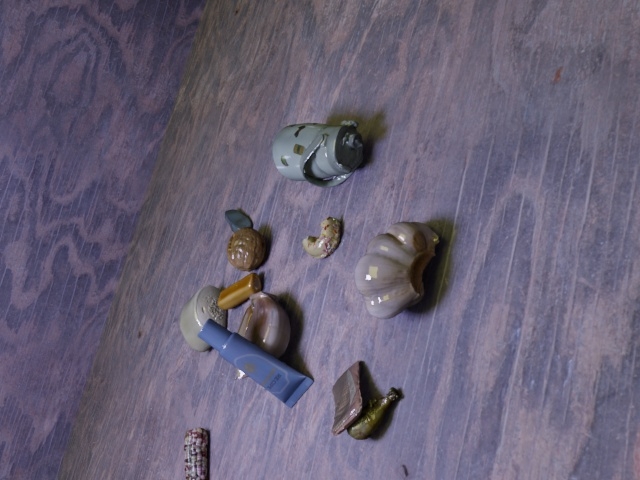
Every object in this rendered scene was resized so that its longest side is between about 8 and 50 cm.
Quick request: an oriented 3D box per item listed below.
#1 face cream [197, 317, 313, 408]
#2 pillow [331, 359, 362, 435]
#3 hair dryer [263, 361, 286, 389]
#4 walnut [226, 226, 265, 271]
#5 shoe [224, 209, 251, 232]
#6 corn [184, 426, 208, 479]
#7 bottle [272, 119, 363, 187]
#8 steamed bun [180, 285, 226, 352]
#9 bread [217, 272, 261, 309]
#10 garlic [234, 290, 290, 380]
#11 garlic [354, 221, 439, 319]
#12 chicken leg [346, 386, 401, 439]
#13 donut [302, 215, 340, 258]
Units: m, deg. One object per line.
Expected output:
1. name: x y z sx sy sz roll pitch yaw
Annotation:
1. face cream: -0.214 0.382 1.643 0.136 0.385 0.086 -53 3 21
2. pillow: 0.073 0.432 1.433 0.135 0.034 0.211 -50 15 21
3. hair dryer: -0.159 0.473 1.767 0.137 0.047 0.082 -42 42 43
4. walnut: -0.294 0.030 2.067 0.155 0.155 0.184 -20 56 47
5. shoe: -0.362 -0.070 2.285 0.195 0.079 0.078 42 143 44
6. corn: -0.463 0.844 1.944 0.092 0.092 0.281 -36 52 37
7. bottle: 0.007 -0.298 1.795 0.351 0.229 0.229 11 82 51
8. steamed bun: -0.504 0.327 2.186 0.200 0.154 0.250 -41 41 33
9. bread: -0.319 0.208 2.073 0.239 0.074 0.093 -30 35 39
10. garlic: -0.202 0.326 1.804 0.279 0.132 0.325 -30 50 59
11. garlic: 0.183 0.073 1.399 0.203 0.184 0.281 163 121 -66
12. chicken leg: 0.139 0.451 1.373 0.178 0.070 0.093 -49 34 15
13. donut: 0.002 0.002 1.764 0.166 0.065 0.108 -39 46 35
